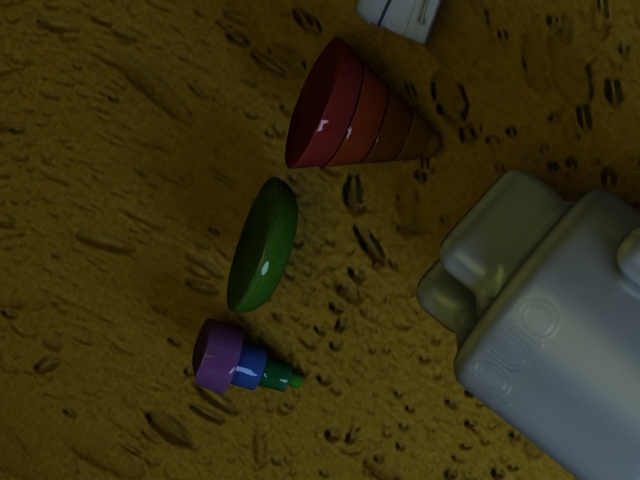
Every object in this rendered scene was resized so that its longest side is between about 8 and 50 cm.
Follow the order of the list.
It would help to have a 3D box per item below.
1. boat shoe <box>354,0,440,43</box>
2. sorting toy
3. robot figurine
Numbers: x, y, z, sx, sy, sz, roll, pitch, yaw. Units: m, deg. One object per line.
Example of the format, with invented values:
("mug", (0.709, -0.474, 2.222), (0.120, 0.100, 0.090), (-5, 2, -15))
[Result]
("boat shoe", (0.109, -0.267, 1.282), (0.076, 0.083, 0.226), (29, 126, 1))
("sorting toy", (0.000, 0.000, 1.399), (0.126, 0.127, 0.365), (18, 117, -14))
("robot figurine", (0.249, 0.099, 1.244), (0.353, 0.200, 0.300), (38, 154, 10))
